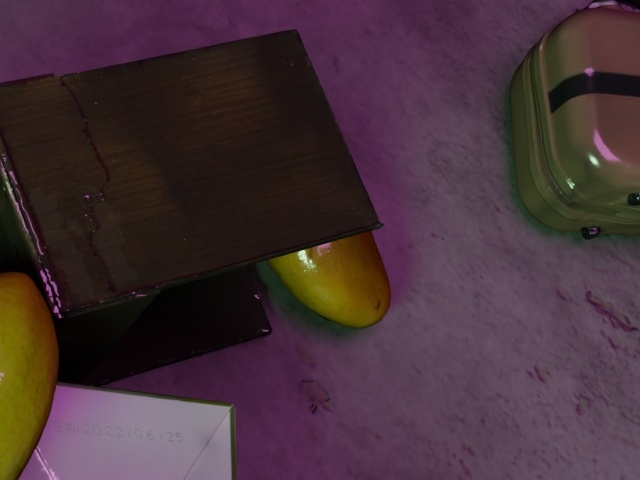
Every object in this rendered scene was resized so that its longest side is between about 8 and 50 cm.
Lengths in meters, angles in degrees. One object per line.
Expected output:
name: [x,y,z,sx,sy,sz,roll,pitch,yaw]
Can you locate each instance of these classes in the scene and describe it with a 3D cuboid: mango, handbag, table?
mango: [-0.306,0.166,1.081,0.142,0.331,0.195,34,30,-42]
mango: [-0.002,-0.001,1.431,0.115,0.090,0.178,-13,79,-54]
handbag: [0.339,-0.143,1.636,0.302,0.149,0.283,3,63,-23]
table: [-0.148,-0.016,1.272,0.282,0.250,0.196,-15,73,-30]

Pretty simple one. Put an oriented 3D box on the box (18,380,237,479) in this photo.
box: [-0.176,0.217,1.205,0.195,0.148,0.177,9,59,-22]
